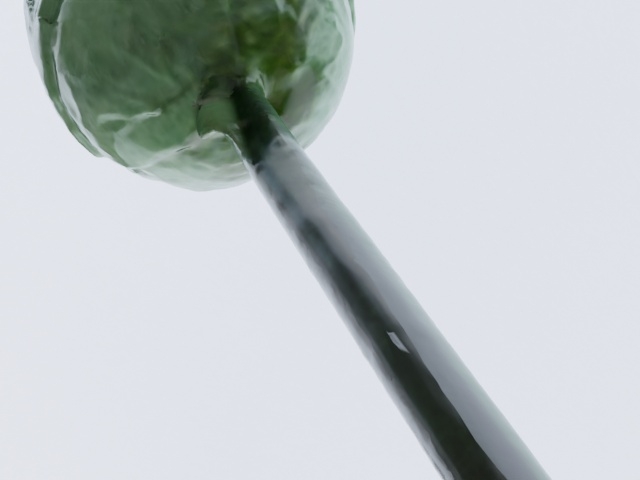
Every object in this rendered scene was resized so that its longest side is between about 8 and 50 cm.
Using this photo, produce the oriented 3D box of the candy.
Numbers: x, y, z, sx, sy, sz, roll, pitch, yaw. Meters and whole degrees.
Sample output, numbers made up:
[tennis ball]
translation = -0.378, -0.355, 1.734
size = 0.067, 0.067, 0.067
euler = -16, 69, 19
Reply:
[candy]
translation = 0.000, 0.000, 0.451
size = 0.119, 0.119, 0.440
euler = -42, -144, 7
